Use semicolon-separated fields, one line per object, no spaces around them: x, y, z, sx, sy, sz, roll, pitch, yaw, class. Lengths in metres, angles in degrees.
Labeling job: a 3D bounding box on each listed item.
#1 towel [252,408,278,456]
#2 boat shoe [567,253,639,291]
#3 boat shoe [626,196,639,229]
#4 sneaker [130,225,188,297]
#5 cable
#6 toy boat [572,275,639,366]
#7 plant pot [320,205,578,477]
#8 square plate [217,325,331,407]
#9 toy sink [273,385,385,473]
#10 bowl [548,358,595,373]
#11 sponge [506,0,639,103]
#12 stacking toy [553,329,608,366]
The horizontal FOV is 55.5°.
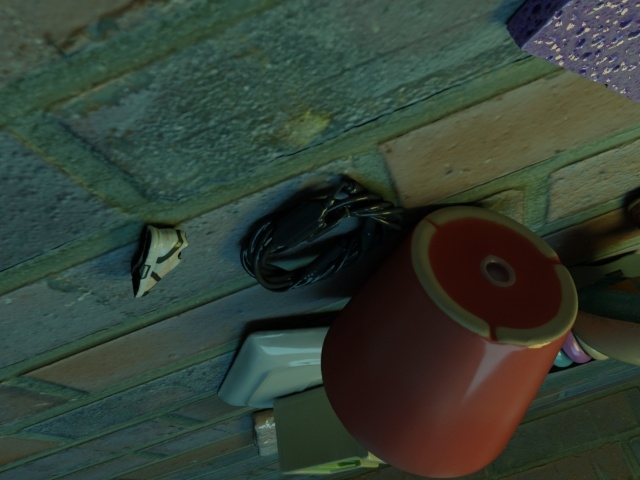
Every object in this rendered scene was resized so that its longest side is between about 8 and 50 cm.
0.001;0.432;1.462;0.331;0.053;0.317;-11;152;-13;towel
0.476;0.080;1.058;0.183;0.065;0.083;-13;154;-7;boat shoe
0.487;-0.026;0.867;0.064;0.060;0.178;-31;150;26;boat shoe
-0.162;0.025;0.608;0.043;0.040;0.109;-2;150;-31;sneaker
0.000;0.000;0.662;0.184;0.047;0.150;-38;151;31;cable
0.401;0.094;0.871;0.318;0.148;0.267;4;-179;-1;toy boat
0.160;0.109;0.738;0.274;0.275;0.243;-5;140;-23;plant pot
0.019;0.223;1.035;0.347;0.049;0.344;0;151;-18;square plate
0.061;0.318;1.034;0.234;0.131;0.152;-22;151;24;toy sink
0.595;0.202;1.347;0.391;0.077;0.391;-13;153;-7;bowl
0.257;-0.175;0.484;0.210;0.031;0.117;5;146;-37;sponge
0.383;0.205;1.194;0.330;0.141;0.141;-27;152;34;stacking toy
